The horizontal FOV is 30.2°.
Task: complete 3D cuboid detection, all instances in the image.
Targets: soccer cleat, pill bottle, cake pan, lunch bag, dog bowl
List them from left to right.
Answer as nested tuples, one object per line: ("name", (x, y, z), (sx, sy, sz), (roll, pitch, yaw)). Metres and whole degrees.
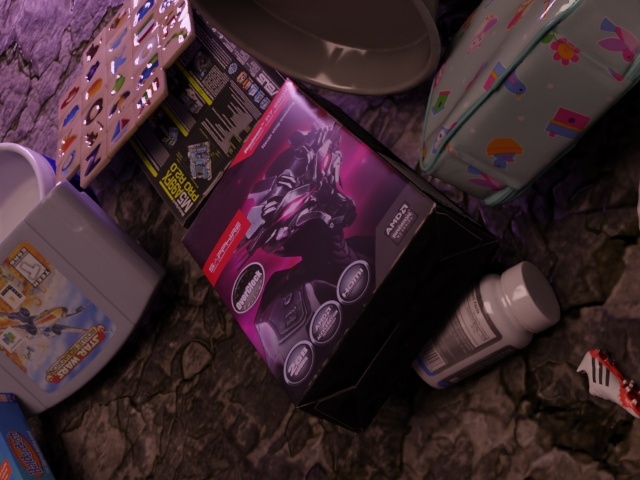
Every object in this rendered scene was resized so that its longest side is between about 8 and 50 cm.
("dog bowl", (-0.425, 0.006, 1.617), (0.265, 0.104, 0.264), (-16, 64, 35))
("cake pan", (-0.009, -0.251, 1.188), (0.293, 0.293, 0.054), (5, 62, 41))
("pill bottle", (0.152, 0.079, 1.121), (0.137, 0.078, 0.078), (-32, 55, 27))
("lunch bag", (0.206, -0.182, 1.084), (0.279, 0.108, 0.224), (-49, 18, 42))
("soccer cleat", (0.257, 0.131, 1.048), (0.035, 0.029, 0.083), (-53, 44, 22))

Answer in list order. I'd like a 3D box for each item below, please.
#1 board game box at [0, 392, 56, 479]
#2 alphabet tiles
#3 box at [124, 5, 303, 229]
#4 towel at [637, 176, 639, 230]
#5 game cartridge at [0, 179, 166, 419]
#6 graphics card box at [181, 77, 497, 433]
("board game box", (-0.384, 0.312, 1.431), (0.210, 0.047, 0.160), (49, 119, 39))
("alphabet tiles", (-0.261, -0.221, 1.559), (0.285, 0.011, 0.342), (-45, 32, 22))
("box", (-0.146, -0.166, 1.482), (0.216, 0.060, 0.270), (-51, 48, 13))
("towel", (0.425, -0.155, 0.903), (0.375, 0.090, 0.320), (-20, 37, 33))
("game cartridge", (-0.339, 0.089, 1.463), (0.198, 0.062, 0.297), (46, 111, -3))
("graphics card box", (0.000, 0.000, 1.216), (0.232, 0.094, 0.371), (-55, 35, 10))
